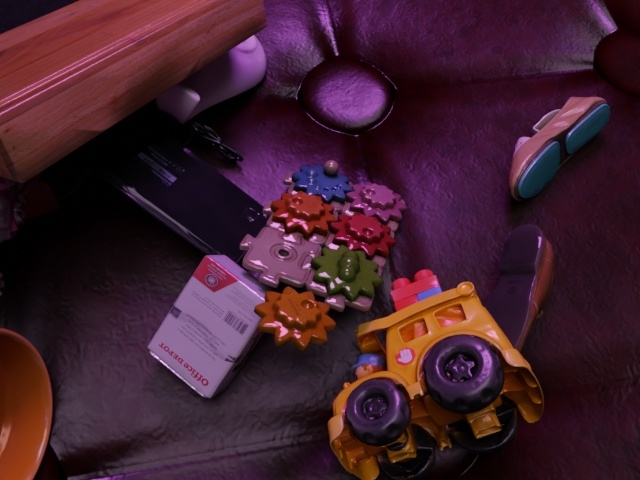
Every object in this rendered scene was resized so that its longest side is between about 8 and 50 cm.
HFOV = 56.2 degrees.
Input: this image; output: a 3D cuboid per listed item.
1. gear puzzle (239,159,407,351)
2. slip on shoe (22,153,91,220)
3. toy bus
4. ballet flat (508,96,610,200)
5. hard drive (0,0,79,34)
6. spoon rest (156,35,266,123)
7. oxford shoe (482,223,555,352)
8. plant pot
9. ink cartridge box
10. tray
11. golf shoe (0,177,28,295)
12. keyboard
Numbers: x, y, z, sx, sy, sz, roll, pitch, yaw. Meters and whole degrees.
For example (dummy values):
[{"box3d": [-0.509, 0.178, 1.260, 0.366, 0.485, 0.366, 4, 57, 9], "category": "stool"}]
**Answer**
[{"box3d": [0.000, 0.000, 0.724, 0.175, 0.044, 0.339, 20, 39, 5], "category": "gear puzzle"}, {"box3d": [-0.392, -0.070, 0.771, 0.101, 0.123, 0.331, 39, 63, 10], "category": "slip on shoe"}, {"box3d": [0.107, 0.140, 0.686, 0.220, 0.149, 0.211, -24, 46, 6], "category": "toy bus"}, {"box3d": [0.334, -0.139, 0.886, 0.232, 0.080, 0.073, -37, 44, -22], "category": "ballet flat"}, {"box3d": [-0.474, -0.356, 0.880, 0.339, 0.064, 0.237, -24, 41, -16], "category": "hard drive"}, {"box3d": [-0.162, -0.246, 0.859, 0.137, 0.084, 0.276, 34, 38, -10], "category": "spoon rest"}, {"box3d": [0.256, 0.089, 0.765, 0.076, 0.076, 0.212, 36, 73, -31], "category": "oxford shoe"}, {"box3d": [-0.420, 0.188, 0.608, 0.188, 0.205, 0.205, 0, 63, 14], "category": "plant pot"}, {"box3d": [-0.122, 0.099, 0.704, 0.099, 0.056, 0.135, 36, 98, 12], "category": "ink cartridge box"}, {"box3d": [-0.264, -0.223, 0.707, 0.203, 0.076, 0.411, 15, 45, 27], "category": "tray"}, {"box3d": [-0.385, 0.001, 0.587, 0.140, 0.115, 0.306, 0, 34, -15], "category": "golf shoe"}, {"box3d": [-0.199, -0.109, 0.799, 0.317, 0.033, 0.201, 38, 44, -5], "category": "keyboard"}]
